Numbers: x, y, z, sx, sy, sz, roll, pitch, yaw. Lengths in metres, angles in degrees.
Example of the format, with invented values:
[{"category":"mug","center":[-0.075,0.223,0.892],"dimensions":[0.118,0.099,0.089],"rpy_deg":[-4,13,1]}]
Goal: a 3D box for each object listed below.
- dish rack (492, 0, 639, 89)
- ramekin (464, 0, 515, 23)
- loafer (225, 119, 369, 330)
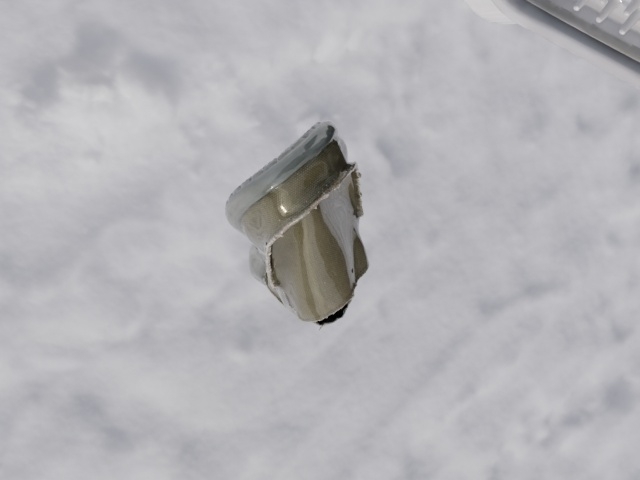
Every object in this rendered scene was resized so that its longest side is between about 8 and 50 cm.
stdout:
[{"category":"dish rack","center":[0.283,-0.239,0.725],"dimensions":[0.072,0.332,0.286],"rpy_deg":[-48,156,-16]},{"category":"ramekin","center":[0.236,-0.371,0.982],"dimensions":[0.277,0.135,0.278],"rpy_deg":[2,88,-50]},{"category":"loafer","center":[0.000,0.000,0.614],"dimensions":[0.094,0.087,0.251],"rpy_deg":[-40,167,-9]}]
